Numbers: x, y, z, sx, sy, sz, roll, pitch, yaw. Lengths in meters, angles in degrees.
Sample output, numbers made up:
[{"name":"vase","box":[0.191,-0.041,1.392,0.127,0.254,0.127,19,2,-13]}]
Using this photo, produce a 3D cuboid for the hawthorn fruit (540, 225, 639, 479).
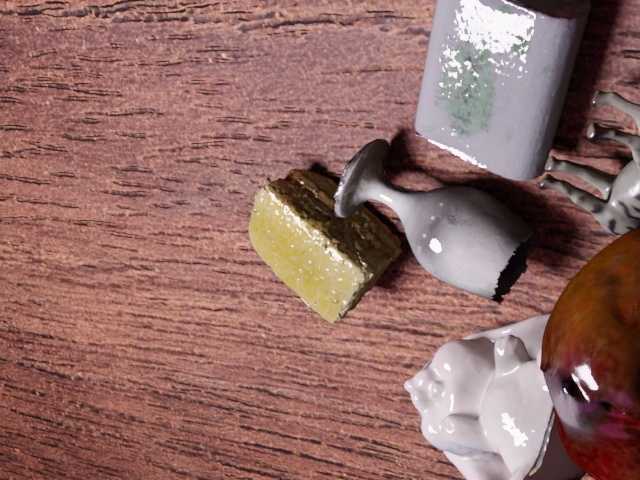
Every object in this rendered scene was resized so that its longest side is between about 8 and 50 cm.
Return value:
[{"name":"hawthorn fruit","box":[0.374,0.117,1.305,0.308,0.325,0.308,3,145,2]}]

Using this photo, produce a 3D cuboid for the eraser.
[{"name":"eraser","box":[0.197,-0.195,1.450,0.174,0.081,0.227,28,137,21]}]

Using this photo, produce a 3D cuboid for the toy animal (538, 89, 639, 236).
[{"name":"toy animal","box":[0.330,-0.057,1.441,0.170,0.090,0.255,13,141,8]}]

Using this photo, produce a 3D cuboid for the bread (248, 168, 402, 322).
[{"name":"bread","box":[0.000,0.000,1.759,0.196,0.102,0.138,40,137,12]}]

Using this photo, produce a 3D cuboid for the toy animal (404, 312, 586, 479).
[{"name":"toy animal","box":[0.248,0.204,1.646,0.249,0.174,0.289,-59,41,14]}]

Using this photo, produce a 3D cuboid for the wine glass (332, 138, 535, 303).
[{"name":"wine glass","box":[0.143,-0.024,1.602,0.241,0.126,0.126,33,138,20]}]
